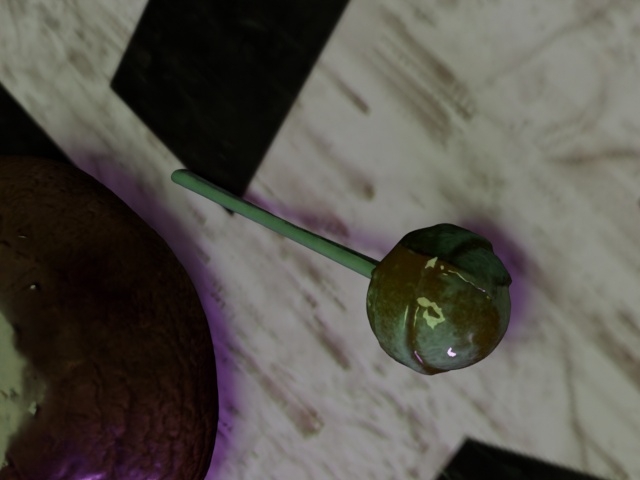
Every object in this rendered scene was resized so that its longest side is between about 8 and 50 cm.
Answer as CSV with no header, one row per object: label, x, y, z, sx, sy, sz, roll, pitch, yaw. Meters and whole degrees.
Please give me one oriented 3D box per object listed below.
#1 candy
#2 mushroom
candy,0.000,0.000,0.684,0.202,0.061,0.061,27,119,42
mushroom,-0.155,0.076,0.769,0.194,0.138,0.231,23,117,33
